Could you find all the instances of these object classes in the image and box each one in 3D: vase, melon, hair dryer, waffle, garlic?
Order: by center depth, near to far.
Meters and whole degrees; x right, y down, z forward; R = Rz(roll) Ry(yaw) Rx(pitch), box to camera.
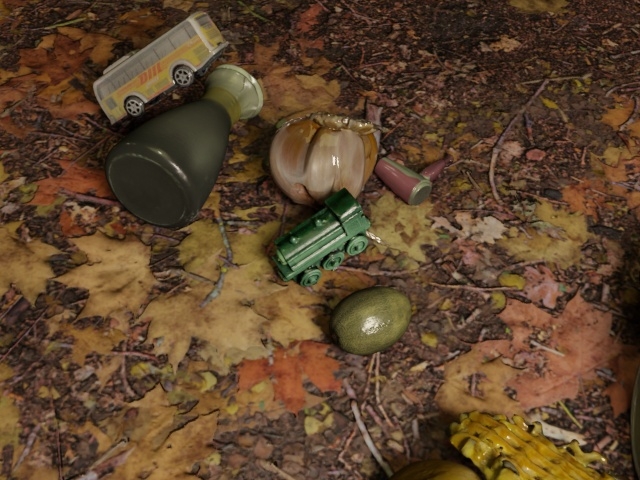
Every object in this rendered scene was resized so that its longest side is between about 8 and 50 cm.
[{"bbox_3d":[0.295,0.295,0.889,0.281,0.060,0.262,20,15,-20],"label":"waffle"},{"bbox_3d":[0.075,0.118,1.069,0.131,0.098,0.098,-22,55,-15],"label":"melon"},{"bbox_3d":[0.049,-0.121,1.206,0.207,0.207,0.256,-34,67,-27],"label":"garlic"},{"bbox_3d":[-0.222,-0.181,1.269,0.173,0.173,0.321,18,46,12],"label":"vase"},{"bbox_3d":[0.186,-0.125,1.316,0.154,0.054,0.106,-21,50,-32],"label":"hair dryer"}]

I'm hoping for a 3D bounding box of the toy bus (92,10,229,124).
[{"bbox_3d":[-0.295,-0.310,1.312,0.268,0.106,0.092,-24,19,27],"label":"toy bus"}]

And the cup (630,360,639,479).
[{"bbox_3d":[0.601,0.198,0.906,0.327,0.237,0.322,8,92,6],"label":"cup"}]

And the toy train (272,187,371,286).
[{"bbox_3d":[0.000,0.000,1.138,0.170,0.111,0.071,-34,54,-3],"label":"toy train"}]

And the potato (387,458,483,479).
[{"bbox_3d":[0.146,0.340,0.858,0.178,0.158,0.203,20,48,11],"label":"potato"}]
